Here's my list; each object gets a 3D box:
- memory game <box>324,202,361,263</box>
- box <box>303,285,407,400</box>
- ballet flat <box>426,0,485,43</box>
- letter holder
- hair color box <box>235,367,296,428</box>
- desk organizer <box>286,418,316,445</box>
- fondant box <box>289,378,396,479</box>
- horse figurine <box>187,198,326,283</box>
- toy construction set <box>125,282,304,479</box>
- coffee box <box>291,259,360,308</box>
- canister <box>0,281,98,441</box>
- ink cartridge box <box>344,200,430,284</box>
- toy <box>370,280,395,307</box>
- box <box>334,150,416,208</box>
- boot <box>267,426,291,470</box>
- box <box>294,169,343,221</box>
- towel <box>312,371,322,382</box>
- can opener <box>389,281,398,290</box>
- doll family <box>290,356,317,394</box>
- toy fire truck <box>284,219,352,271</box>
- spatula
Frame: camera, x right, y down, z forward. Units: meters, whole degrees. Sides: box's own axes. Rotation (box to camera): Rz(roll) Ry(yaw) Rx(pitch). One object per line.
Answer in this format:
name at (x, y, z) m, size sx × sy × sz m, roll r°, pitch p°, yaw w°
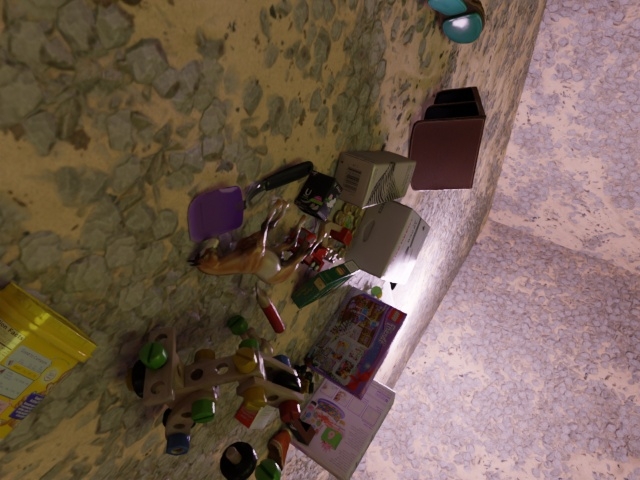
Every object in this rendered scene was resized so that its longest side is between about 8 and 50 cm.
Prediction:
memory game at (0.062, -0.023, 1.152) m, size 0.186 × 0.012 × 0.186 m, roll -43°, pitch 147°, yaw -37°
box at (0.112, 0.306, 1.328) m, size 0.293 × 0.201 × 0.057 m, roll -53°, pitch 152°, yaw -23°
ballet flat at (0.342, -0.609, 1.081) m, size 0.342 × 0.116 × 0.124 m, roll -7°, pitch 100°, yaw -57°
letter holder at (0.388, -0.315, 1.394) m, size 0.301 × 0.215 × 0.151 m, roll 76°, pitch 13°, yaw -52°
hair color box at (-0.136, 0.389, 1.096) m, size 0.167 × 0.053 × 0.093 m, roll -58°, pitch 154°, yaw -11°
desk organizer at (-0.066, 0.590, 1.370) m, size 0.050 × 0.047 × 0.130 m, roll -50°, pitch 129°, yaw -36°
fondant box at (0.077, 0.614, 1.495) m, size 0.330 × 0.238 × 0.096 m, roll -47°, pitch 151°, yaw -33°
horse figurine at (-0.088, 0.018, 0.778) m, size 0.174 × 0.066 × 0.263 m, roll -50°, pitch 153°, yaw 4°
toy construction set at (-0.164, 0.197, 0.720) m, size 0.308 × 0.258 × 0.237 m, roll -70°, pitch 151°, yaw -43°
coffee box at (0.017, 0.107, 1.099) m, size 0.113 × 0.040 × 0.184 m, roll -43°, pitch 166°, yaw 30°
canister at (-0.345, 0.145, 0.451) m, size 0.170 × 0.073 × 0.126 m, roll -51°, pitch 151°, yaw -24°
ink cartridge box at (0.221, 0.008, 1.351) m, size 0.223 × 0.129 × 0.307 m, roll -65°, pitch 155°, yaw 2°
toy at (0.225, 0.252, 1.668) m, size 0.137 × 0.056 × 0.237 m, roll -48°, pitch 145°, yaw -24°
box at (0.140, -0.160, 1.084) m, size 0.275 × 0.094 × 0.113 m, roll -21°, pitch 131°, yaw -55°
boot at (-0.123, 0.666, 1.372) m, size 0.085 × 0.059 × 0.157 m, roll -42°, pitch 146°, yaw -49°
box at (-0.003, -0.094, 0.904) m, size 0.083 × 0.062 × 0.052 m, roll -61°, pitch 153°, yaw -8°
towel at (0.021, 0.394, 1.436) m, size 0.148 × 0.027 × 0.110 m, roll -43°, pitch 146°, yaw -37°
can opener at (0.319, 0.115, 1.742) m, size 0.186 × 0.073 × 0.059 m, roll -66°, pitch -166°, yaw 9°
doll family at (-0.061, 0.388, 1.187) m, size 0.111 × 0.076 × 0.193 m, roll -61°, pitch -163°, yaw 2°
toy fire truck at (0.000, 0.000, 0.998) m, size 0.135 × 0.047 × 0.192 m, roll -57°, pitch 151°, yaw -8°
spatula at (-0.105, -0.087, 0.751) m, size 0.296 × 0.030 × 0.084 m, roll -38°, pitch 142°, yaw -44°
